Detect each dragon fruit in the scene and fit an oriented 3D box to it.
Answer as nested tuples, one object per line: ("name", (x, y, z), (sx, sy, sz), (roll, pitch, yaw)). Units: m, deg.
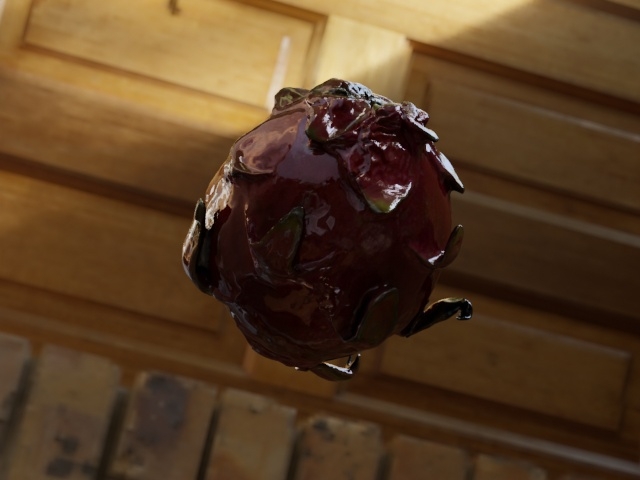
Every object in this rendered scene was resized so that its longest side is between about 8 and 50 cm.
("dragon fruit", (0.000, 0.000, 0.753), (0.136, 0.133, 0.166), (63, -25, 23))
